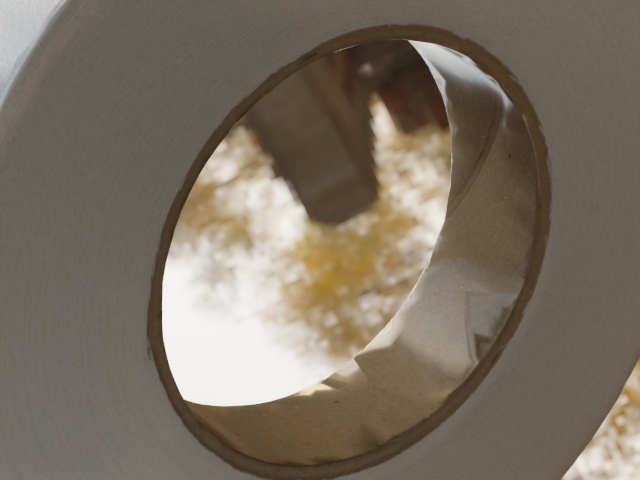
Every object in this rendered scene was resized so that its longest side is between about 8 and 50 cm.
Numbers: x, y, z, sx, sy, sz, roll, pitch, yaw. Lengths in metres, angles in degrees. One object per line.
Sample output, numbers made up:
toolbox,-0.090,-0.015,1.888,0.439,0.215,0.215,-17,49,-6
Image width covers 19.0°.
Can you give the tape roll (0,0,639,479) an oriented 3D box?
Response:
tape roll,0.000,0.000,0.833,0.072,0.392,0.392,33,164,49
